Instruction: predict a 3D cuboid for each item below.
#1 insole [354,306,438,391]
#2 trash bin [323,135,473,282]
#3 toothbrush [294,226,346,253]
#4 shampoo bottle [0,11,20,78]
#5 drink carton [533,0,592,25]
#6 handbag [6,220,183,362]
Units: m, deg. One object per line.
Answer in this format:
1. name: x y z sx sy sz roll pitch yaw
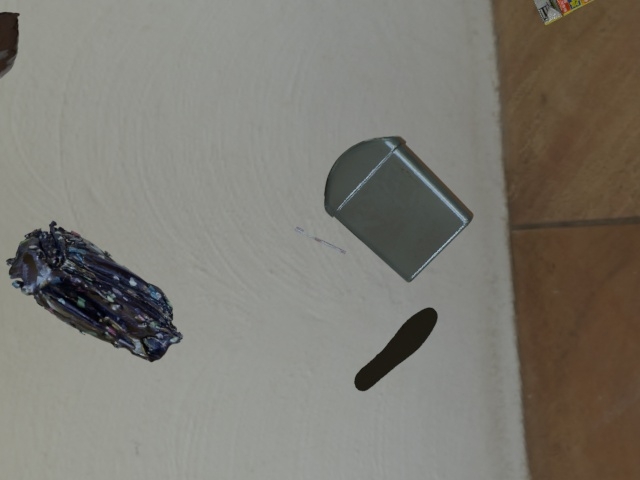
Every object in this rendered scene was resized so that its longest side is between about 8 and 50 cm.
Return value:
1. insole: 0.158 0.228 1.659 0.232 0.003 0.080 -45 38 1
2. trash bin: 0.122 -0.065 1.362 0.236 0.101 0.177 45 104 4
3. toothbrush: 0.000 0.000 1.380 0.008 0.097 0.006 -62 -2 -41
4. shampoo bottle: -0.332 -0.199 0.613 0.284 0.071 0.153 33 138 16
5. drink carton: 0.469 -0.463 1.481 0.056 0.165 0.071 -10 108 61
6. handbag: -0.313 0.075 1.136 0.113 0.260 0.162 -52 34 0
